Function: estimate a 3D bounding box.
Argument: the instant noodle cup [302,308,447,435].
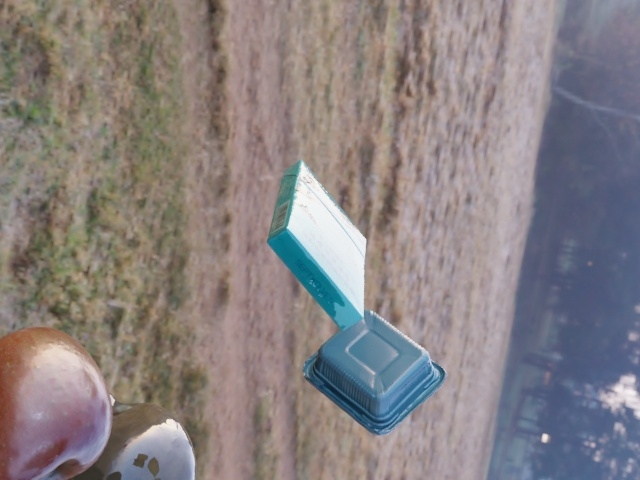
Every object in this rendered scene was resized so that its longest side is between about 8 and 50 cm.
[{"bbox_3d":[0.079,0.184,1.430,0.157,0.179,0.070,-38,149,-27],"label":"instant noodle cup"}]

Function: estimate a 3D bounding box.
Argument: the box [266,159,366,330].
[{"bbox_3d":[0.000,0.000,1.295,0.161,0.042,0.226,52,19,-19],"label":"box"}]

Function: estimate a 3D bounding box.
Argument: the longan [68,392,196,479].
[{"bbox_3d":[-0.370,0.417,1.730,0.243,0.300,0.300,106,4,-60],"label":"longan"}]

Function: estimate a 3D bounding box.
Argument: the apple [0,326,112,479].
[{"bbox_3d":[-0.327,0.194,1.079,0.181,0.168,0.181,-31,169,-7],"label":"apple"}]
